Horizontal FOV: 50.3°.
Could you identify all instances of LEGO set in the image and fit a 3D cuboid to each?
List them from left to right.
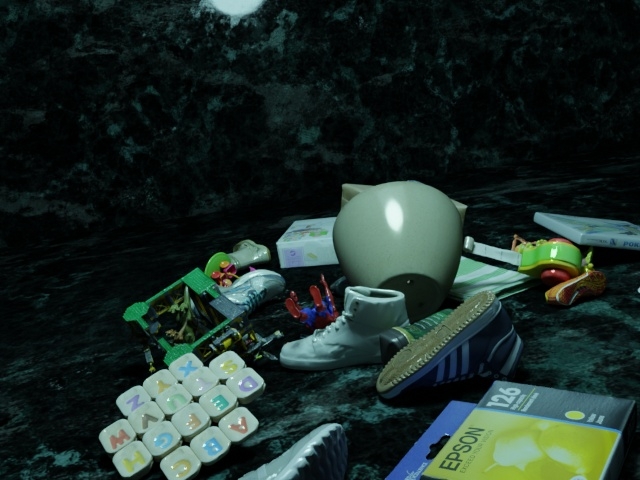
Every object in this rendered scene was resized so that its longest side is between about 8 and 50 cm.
[{"bbox_3d":[-0.265,0.228,1.516,0.331,0.192,0.255,20,50,43],"label":"LEGO set"}]

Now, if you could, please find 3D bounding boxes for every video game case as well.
[{"bbox_3d":[0.815,-0.025,1.952,0.300,0.036,0.329,5,12,-5],"label":"video game case"}]

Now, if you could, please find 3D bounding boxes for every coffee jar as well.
[{"bbox_3d":[0.206,0.207,1.378,0.184,0.096,0.079,-14,19,-27],"label":"coffee jar"}]

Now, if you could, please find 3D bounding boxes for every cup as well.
[{"bbox_3d":[0.196,0.058,1.651,0.331,0.331,0.237,-7,40,5],"label":"cup"}]

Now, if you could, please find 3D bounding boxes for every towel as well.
[{"bbox_3d":[0.395,0.102,1.838,0.248,0.038,0.325,-15,14,-28],"label":"towel"}]

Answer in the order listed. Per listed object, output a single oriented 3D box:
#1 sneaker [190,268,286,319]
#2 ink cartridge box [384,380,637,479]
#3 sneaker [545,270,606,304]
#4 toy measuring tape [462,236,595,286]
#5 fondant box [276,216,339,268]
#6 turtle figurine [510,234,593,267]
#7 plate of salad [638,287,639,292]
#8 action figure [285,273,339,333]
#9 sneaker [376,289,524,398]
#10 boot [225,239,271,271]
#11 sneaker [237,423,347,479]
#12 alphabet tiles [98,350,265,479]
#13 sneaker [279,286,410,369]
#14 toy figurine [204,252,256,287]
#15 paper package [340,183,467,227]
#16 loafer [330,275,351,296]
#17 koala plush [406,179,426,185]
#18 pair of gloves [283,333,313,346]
[{"bbox_3d":[-0.211,0.170,1.846,0.283,0.110,0.122,-18,34,-26],"label":"sneaker"},{"bbox_3d":[0.277,0.302,1.006,0.307,0.072,0.303,3,17,33],"label":"ink cartridge box"},{"bbox_3d":[0.609,0.109,1.623,0.175,0.064,0.067,-11,3,-25],"label":"sneaker"},{"bbox_3d":[0.524,0.035,1.679,0.330,0.121,0.121,17,15,0],"label":"toy measuring tape"},{"bbox_3d":[0.000,0.000,2.387,0.238,0.096,0.330,-5,13,11],"label":"fondant box"},{"bbox_3d":[0.614,0.043,1.836,0.217,0.087,0.269,8,6,25],"label":"turtle figurine"},{"bbox_3d":[0.820,0.109,1.523,0.200,0.048,0.200,-11,3,1],"label":"plate of salad"},{"bbox_3d":[-0.023,0.135,1.572,0.091,0.139,0.280,-26,-22,2],"label":"action figure"},{"bbox_3d":[0.251,0.236,1.274,0.282,0.153,0.099,-39,17,2],"label":"sneaker"},{"bbox_3d":[-0.292,0.060,2.364,0.165,0.077,0.213,-20,18,-32],"label":"boot"},{"bbox_3d":[-0.062,0.340,0.965,0.115,0.105,0.281,2,17,37],"label":"sneaker"},{"bbox_3d":[-0.243,0.302,1.205,0.284,0.021,0.278,-31,36,-22],"label":"alphabet tiles"},{"bbox_3d":[0.046,0.178,1.450,0.292,0.169,0.108,-8,15,7],"label":"sneaker"},{"bbox_3d":[-0.257,0.126,2.027,0.159,0.130,0.173,11,43,30],"label":"toy figurine"},{"bbox_3d":[0.251,-0.070,2.168,0.325,0.168,0.309,3,15,-18],"label":"paper package"},{"bbox_3d":[0.104,0.110,1.936,0.170,0.062,0.061,-14,10,-28],"label":"loafer"},{"bbox_3d":[0.332,-0.117,2.524,0.196,0.203,0.221,-8,1,-1],"label":"koala plush"},{"bbox_3d":[-0.037,0.237,1.593,0.074,0.010,0.083,3,16,40],"label":"pair of gloves"}]
